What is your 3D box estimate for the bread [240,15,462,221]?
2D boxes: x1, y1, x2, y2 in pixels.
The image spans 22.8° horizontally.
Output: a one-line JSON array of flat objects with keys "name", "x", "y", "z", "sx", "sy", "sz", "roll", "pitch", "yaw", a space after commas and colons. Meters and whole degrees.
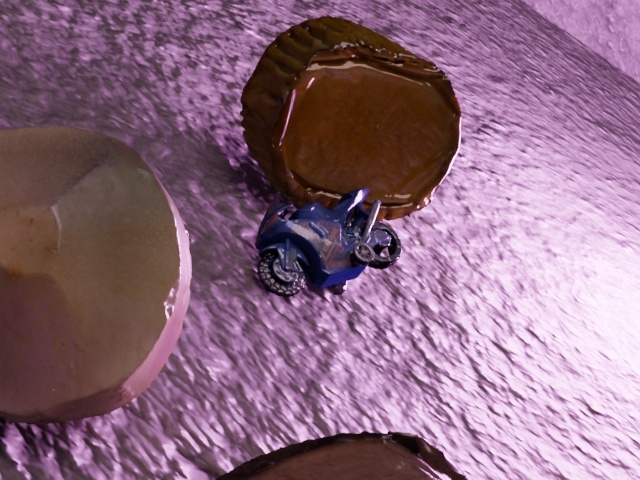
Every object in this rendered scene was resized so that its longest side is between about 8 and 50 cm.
[{"name": "bread", "x": 0.033, "y": -0.141, "z": 1.911, "sx": 0.253, "sy": 0.227, "sz": 0.142, "roll": 20, "pitch": 11, "yaw": -23}]

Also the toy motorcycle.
[{"name": "toy motorcycle", "x": 0.000, "y": 0.000, "z": 1.786, "sx": 0.205, "sy": 0.076, "sz": 0.114, "roll": -16, "pitch": 67, "yaw": -38}]

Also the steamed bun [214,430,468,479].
[{"name": "steamed bun", "x": 0.011, "y": 0.296, "z": 1.196, "sx": 0.301, "sy": 0.199, "sz": 0.251, "roll": -14, "pitch": 35, "yaw": -34}]

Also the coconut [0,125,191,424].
[{"name": "coconut", "x": -0.225, "y": 0.024, "z": 1.319, "sx": 0.259, "sy": 0.259, "sz": 0.259, "roll": 29, "pitch": 27, "yaw": -16}]
